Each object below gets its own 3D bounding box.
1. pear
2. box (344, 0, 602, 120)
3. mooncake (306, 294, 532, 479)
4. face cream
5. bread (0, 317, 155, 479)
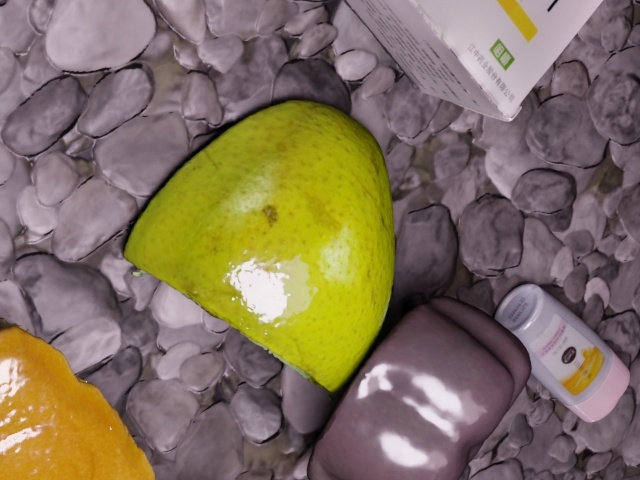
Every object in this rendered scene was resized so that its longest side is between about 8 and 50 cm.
[{"bbox_3d":[0.000,-0.001,1.382,0.288,0.139,0.239,38,77,-39],"label":"pear"},{"bbox_3d":[0.094,-0.280,1.322,0.173,0.145,0.333,-52,127,-9],"label":"box"},{"bbox_3d":[0.096,0.169,1.451,0.245,0.133,0.245,-53,170,-13],"label":"mooncake"},{"bbox_3d":[0.266,0.124,1.647,0.198,0.057,0.084,40,84,-37],"label":"face cream"},{"bbox_3d":[-0.260,0.176,1.273,0.174,0.121,0.245,-43,128,-14],"label":"bread"}]
